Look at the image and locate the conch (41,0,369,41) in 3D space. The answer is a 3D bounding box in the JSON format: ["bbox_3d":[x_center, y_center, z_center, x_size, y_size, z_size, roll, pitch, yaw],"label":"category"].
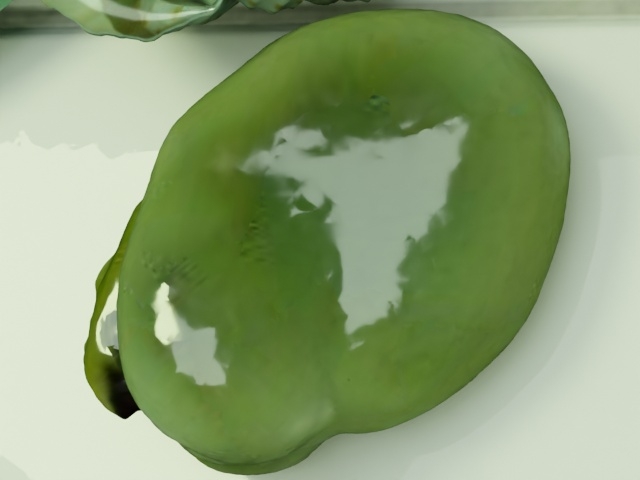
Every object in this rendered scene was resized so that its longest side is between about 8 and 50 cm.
[{"bbox_3d":[-0.052,-0.174,0.860,0.172,0.131,0.200,-41,74,21],"label":"conch"}]

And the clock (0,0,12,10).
[{"bbox_3d":[-0.226,-0.133,0.948,0.211,0.066,0.159,-39,67,7],"label":"clock"}]

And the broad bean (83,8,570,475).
[{"bbox_3d":[0.000,0.000,0.824,0.228,0.100,0.169,-29,77,-2],"label":"broad bean"}]
